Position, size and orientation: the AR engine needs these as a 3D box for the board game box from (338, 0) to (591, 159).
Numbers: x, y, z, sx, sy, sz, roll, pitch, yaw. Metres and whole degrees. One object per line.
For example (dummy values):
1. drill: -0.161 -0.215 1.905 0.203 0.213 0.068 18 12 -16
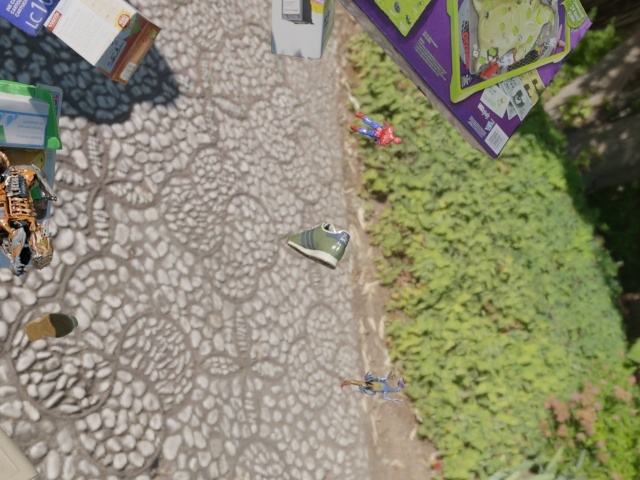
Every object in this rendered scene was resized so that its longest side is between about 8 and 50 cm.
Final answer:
1. board game box: 0.161 -0.257 0.754 0.346 0.208 0.056 34 6 -45

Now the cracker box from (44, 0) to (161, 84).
1. cracker box: -0.497 -0.486 1.601 0.232 0.156 0.067 39 10 14

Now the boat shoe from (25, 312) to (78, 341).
1. boat shoe: -0.623 0.197 1.659 0.059 0.170 0.063 -24 100 -58

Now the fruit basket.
1. fruit basket: -0.589 -0.113 1.240 0.327 0.165 0.353 -6 103 -62

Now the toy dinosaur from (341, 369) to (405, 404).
1. toy dinosaur: 0.094 0.225 1.113 0.082 0.090 0.047 24 78 -51

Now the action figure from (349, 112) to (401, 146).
1. action figure: 0.090 -0.170 1.099 0.030 0.038 0.115 20 12 -36

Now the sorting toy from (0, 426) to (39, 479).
1. sorting toy: -0.614 0.388 1.193 0.347 0.047 0.196 40 34 20

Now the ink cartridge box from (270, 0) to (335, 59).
1. ink cartridge box: -0.031 -0.613 1.642 0.226 0.131 0.306 -74 170 -50

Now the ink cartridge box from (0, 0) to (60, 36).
1. ink cartridge box: -0.428 -0.492 1.092 0.151 0.270 0.395 33 17 -27

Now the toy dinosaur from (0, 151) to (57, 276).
1. toy dinosaur: -0.519 -0.069 1.026 0.218 0.322 0.164 -32 143 -25

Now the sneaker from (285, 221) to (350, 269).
1. sneaker: 0.000 0.000 1.496 0.064 0.192 0.086 37 82 -30
